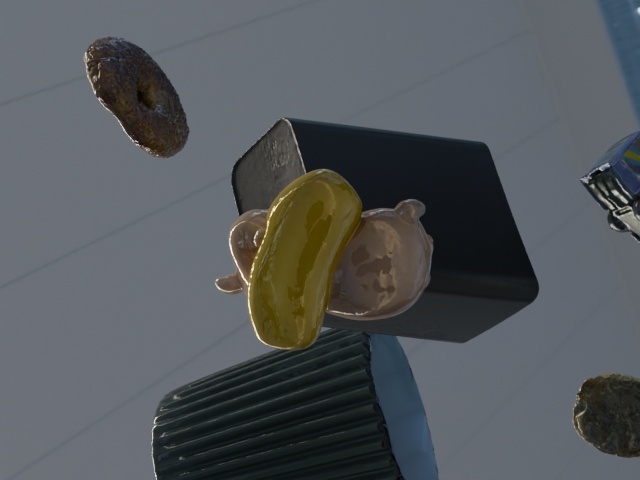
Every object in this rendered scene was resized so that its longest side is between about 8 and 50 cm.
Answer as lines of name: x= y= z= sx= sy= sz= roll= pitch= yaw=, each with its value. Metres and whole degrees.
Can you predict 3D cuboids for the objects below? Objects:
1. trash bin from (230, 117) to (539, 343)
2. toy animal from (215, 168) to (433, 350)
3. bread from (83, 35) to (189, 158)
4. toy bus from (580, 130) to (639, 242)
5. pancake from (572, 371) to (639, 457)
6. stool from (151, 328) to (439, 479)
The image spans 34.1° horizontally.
trash bin: x=0.051 y=-0.007 z=0.888 sx=0.225 sy=0.115 sz=0.165 roll=6 pitch=-122 yaw=-39
toy animal: x=0.000 y=0.000 z=0.565 sx=0.114 sy=0.082 sz=0.091 roll=-14 pitch=-70 yaw=-20
bread: x=-0.245 y=-0.196 z=1.419 sx=0.193 sy=0.064 sz=0.193 roll=53 pitch=-165 yaw=-20
toy bus: x=0.262 y=-0.010 z=0.759 sx=0.153 sy=0.051 sz=0.061 roll=41 pitch=-108 yaw=-3
pancake: x=0.470 y=0.272 z=1.638 sx=0.151 sy=0.151 sz=0.025 roll=66 pitch=-152 yaw=-12
stool: x=-0.034 y=0.287 z=1.464 sx=0.297 sy=0.330 sz=0.297 roll=-18 pitch=-90 yaw=-75
